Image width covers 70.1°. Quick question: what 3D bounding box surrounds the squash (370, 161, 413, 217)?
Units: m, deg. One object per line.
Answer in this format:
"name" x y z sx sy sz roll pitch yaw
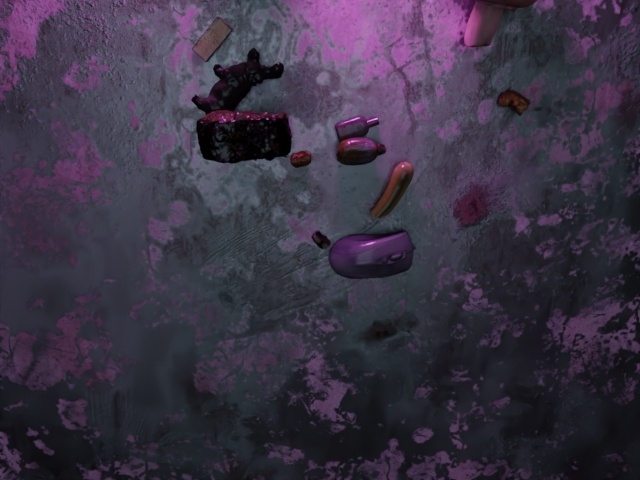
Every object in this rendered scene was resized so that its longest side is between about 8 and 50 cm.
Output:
"squash" 0.289 -0.198 1.814 0.083 0.083 0.250 26 108 -12

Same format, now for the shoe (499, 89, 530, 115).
"shoe" 0.738 -0.526 1.734 0.109 0.072 0.069 25 100 -12

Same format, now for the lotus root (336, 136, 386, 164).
"lotus root" 0.155 -0.340 1.740 0.191 0.088 0.113 -4 149 -2

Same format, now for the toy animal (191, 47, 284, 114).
"toy animal" -0.303 -0.569 1.633 0.343 0.106 0.168 -37 106 5

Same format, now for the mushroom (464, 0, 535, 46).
"mushroom" 0.589 -0.822 1.526 0.314 0.315 0.336 1 132 -4

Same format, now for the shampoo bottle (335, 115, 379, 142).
"shampoo bottle" 0.142 -0.430 1.742 0.165 0.040 0.080 -18 109 3

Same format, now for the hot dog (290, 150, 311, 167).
"hot dog" -0.075 -0.313 1.768 0.083 0.035 0.058 -15 109 1

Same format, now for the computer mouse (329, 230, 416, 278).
"computer mouse" 0.224 0.069 1.880 0.370 0.122 0.189 -9 110 -4

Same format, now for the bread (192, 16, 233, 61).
"bread" -0.384 -0.712 1.617 0.068 0.028 0.154 41 102 -15

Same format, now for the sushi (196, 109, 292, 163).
"sushi" -0.258 -0.371 1.603 0.349 0.211 0.171 -10 115 -33

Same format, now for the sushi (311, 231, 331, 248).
"sushi" 0.000 0.000 1.884 0.083 0.044 0.046 44 122 -14
